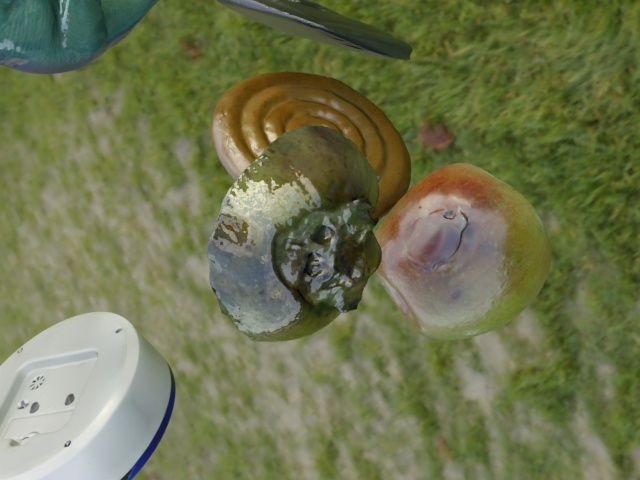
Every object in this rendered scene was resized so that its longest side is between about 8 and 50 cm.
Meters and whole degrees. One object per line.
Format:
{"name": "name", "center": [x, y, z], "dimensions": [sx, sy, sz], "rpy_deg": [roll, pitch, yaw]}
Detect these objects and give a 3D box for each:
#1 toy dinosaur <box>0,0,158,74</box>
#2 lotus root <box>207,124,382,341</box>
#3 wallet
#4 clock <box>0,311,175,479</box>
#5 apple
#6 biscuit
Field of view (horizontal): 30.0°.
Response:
{"name": "toy dinosaur", "center": [-0.315, -0.186, 1.267], "dimensions": [0.129, 0.383, 0.331], "rpy_deg": [-1, 77, 44]}
{"name": "lotus root", "center": [-0.003, 0.003, 1.087], "dimensions": [0.078, 0.203, 0.183], "rpy_deg": [24, 157, 48]}
{"name": "wallet", "center": [-0.014, -0.274, 1.473], "dimensions": [0.245, 0.168, 0.052], "rpy_deg": [28, 102, 45]}
{"name": "clock", "center": [-0.265, 0.181, 1.232], "dimensions": [0.230, 0.230, 0.083], "rpy_deg": [11, 148, 48]}
{"name": "apple", "center": [0.169, 0.021, 1.416], "dimensions": [0.207, 0.188, 0.174], "rpy_deg": [49, 173, -26]}
{"name": "biscuit", "center": [-0.006, -0.120, 1.464], "dimensions": [0.262, 0.262, 0.037], "rpy_deg": [46, 137, 21]}
